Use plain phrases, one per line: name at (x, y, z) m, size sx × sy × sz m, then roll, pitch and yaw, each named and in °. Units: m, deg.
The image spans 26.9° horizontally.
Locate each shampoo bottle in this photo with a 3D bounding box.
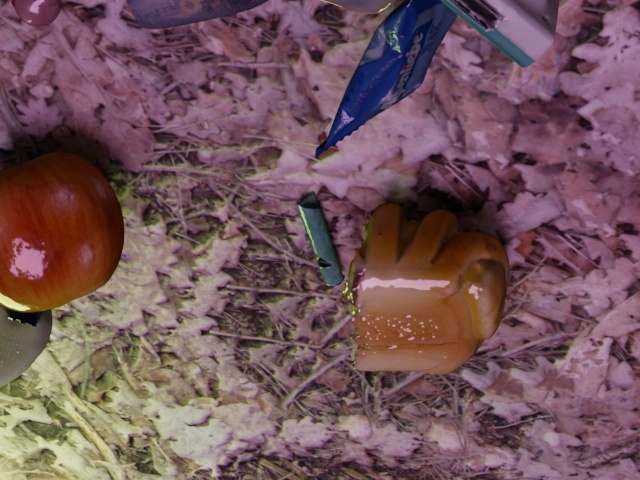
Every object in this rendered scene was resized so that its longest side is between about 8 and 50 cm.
shampoo bottle at (-0.160, -0.355, 1.901) m, size 0.233 × 0.049 × 0.087 m, roll -8°, pitch 134°, yaw 21°

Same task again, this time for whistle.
whistle at (0.000, 0.000, 2.220) m, size 0.039 × 0.039 × 0.186 m, roll -3°, pitch 133°, yaw 17°

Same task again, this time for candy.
candy at (0.108, -0.256, 1.852) m, size 0.077 × 0.187 × 0.331 m, roll 41°, pitch 135°, yaw 12°

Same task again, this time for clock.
clock at (0.200, -0.378, 1.662) m, size 0.262 × 0.231 × 0.116 m, roll 35°, pitch 128°, yaw -20°

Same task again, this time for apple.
apple at (-0.450, -0.011, 2.147) m, size 0.286 × 0.286 × 0.233 m, roll -16°, pitch 98°, yaw 28°

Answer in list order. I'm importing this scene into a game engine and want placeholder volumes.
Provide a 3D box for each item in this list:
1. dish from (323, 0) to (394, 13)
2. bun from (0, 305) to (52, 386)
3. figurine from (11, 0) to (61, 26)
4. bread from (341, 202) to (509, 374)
dish at (0.035, -0.406, 1.763) m, size 0.229 × 0.081 × 0.229 m, roll 22°, pitch 151°, yaw 13°
bun at (-0.637, 0.127, 2.409) m, size 0.293 × 0.187 × 0.293 m, roll -10°, pitch 131°, yaw -11°
figurine at (-0.416, -0.347, 1.963) m, size 0.071 × 0.067 × 0.083 m, roll 39°, pitch 150°, yaw 4°
bread at (0.168, 0.070, 2.138) m, size 0.270 × 0.211 × 0.316 m, roll -1°, pitch 142°, yaw 4°
